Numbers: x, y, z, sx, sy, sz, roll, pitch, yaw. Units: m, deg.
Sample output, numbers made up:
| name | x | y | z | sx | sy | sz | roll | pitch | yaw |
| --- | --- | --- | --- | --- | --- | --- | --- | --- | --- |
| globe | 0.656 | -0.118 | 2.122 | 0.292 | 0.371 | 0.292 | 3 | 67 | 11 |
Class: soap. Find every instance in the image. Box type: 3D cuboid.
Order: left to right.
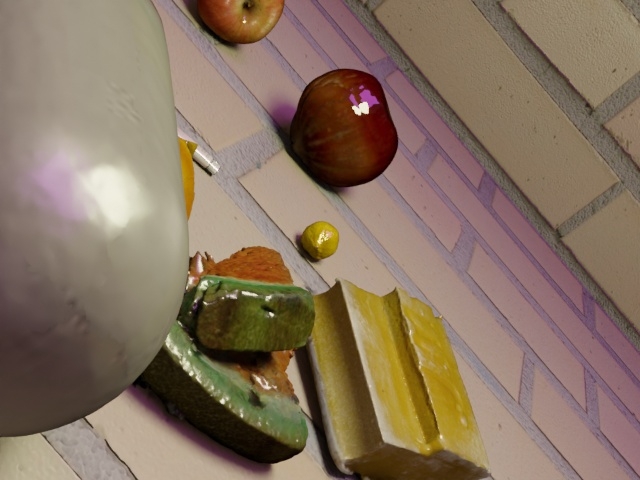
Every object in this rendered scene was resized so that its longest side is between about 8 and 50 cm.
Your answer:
| name | x | y | z | sx | sy | sz | roll | pitch | yaw |
| --- | --- | --- | --- | --- | --- | --- | --- | --- | --- |
| soap | 0.100 | 0.211 | 1.293 | 0.259 | 0.143 | 0.281 | 27 | 37 | -40 |

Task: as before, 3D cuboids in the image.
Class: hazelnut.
| name | x | y | z | sx | sy | sz | roll | pitch | yaw |
| --- | --- | --- | --- | --- | --- | --- | --- | --- | --- |
| hazelnut | 0.041 | -0.215 | 1.770 | 0.229 | 0.229 | 0.229 | 41 | 24 | -23 |

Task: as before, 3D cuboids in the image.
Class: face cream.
| name | x | y | z | sx | sy | sz | roll | pitch | yaw |
| --- | --- | --- | --- | --- | --- | --- | --- | --- | --- |
| face cream | -0.205 | -0.147 | 1.418 | 0.115 | 0.020 | 0.038 | 41 | 24 | -14 |

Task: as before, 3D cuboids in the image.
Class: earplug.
| name | x | y | z | sx | sy | sz | roll | pitch | yaw |
| --- | --- | --- | --- | --- | --- | --- | --- | --- | --- |
| earplug | -0.261 | -0.038 | 0.761 | 0.312 | 0.312 | 0.394 | 30 | 31 | -41 |

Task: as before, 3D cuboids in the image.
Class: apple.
| name | x | y | z | sx | sy | sz | roll | pitch | yaw |
| --- | --- | --- | --- | --- | --- | --- | --- | --- | --- |
| apple | -0.164 | -0.494 | 1.848 | 0.199 | 0.199 | 0.199 | 41 | 24 | -23 |

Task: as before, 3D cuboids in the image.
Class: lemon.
| name | x | y | z | sx | sy | sz | roll | pitch | yaw |
| --- | --- | --- | --- | --- | --- | --- | --- | --- | --- |
| lemon | 0.000 | 0.000 | 1.517 | 0.065 | 0.065 | 0.092 | 50 | 20 | 0 |

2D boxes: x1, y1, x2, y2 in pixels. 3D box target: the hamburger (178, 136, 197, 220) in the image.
| name | x | y | z | sx | sy | sz | roll | pitch | yaw |
| --- | --- | --- | --- | --- | --- | --- | --- | --- | --- |
| hamburger | -0.220 | -0.067 | 1.117 | 0.164 | 0.093 | 0.190 | 49 | 46 | -67 |

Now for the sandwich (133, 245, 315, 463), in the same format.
| name | x | y | z | sx | sy | sz | roll | pitch | yaw |
| --- | --- | --- | --- | --- | --- | --- | --- | --- | --- |
| sandwich | -0.078 | 0.101 | 1.085 | 0.250 | 0.162 | 0.301 | 47 | 25 | -19 |
